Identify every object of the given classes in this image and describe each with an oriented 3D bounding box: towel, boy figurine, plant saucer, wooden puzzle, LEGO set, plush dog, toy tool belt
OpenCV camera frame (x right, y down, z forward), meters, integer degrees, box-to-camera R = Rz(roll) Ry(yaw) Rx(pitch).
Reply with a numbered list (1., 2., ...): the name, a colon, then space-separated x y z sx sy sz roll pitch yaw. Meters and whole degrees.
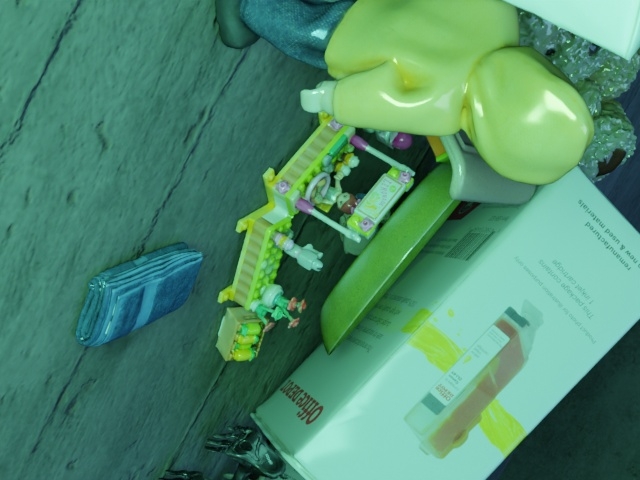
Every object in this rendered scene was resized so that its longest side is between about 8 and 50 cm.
1. towel: -0.143 0.044 1.076 0.119 0.029 0.067 -26 143 -55
2. boy figurine: 0.071 -0.136 0.953 0.177 0.285 0.092 -50 158 -29
3. plant saucer: 0.072 0.006 1.288 0.241 0.037 0.241 -49 175 -5
4. wooden puzzle: 0.106 -0.143 1.177 0.044 0.239 0.221 -23 171 23
5. LEGO set: 0.000 0.000 1.226 0.287 0.107 0.132 -59 159 1
6. plush dog: 0.270 -0.226 1.471 0.262 0.210 0.225 -54 140 8
7. toy tool belt: 0.046 -0.026 1.393 0.051 0.052 0.083 -82 -175 -45

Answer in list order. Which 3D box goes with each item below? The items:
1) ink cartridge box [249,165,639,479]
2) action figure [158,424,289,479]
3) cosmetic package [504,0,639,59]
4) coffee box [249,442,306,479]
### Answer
1. ink cartridge box: 0.132 0.112 1.373 0.384 0.160 0.279 -45 -172 -6
2. action figure: -0.086 0.317 1.434 0.164 0.141 0.276 -46 140 -35
3. cosmetic package: 0.028 -0.257 0.575 0.197 0.365 0.155 -47 156 -25
4. coffee box: 0.006 0.280 1.608 0.297 0.119 0.168 -59 160 1
